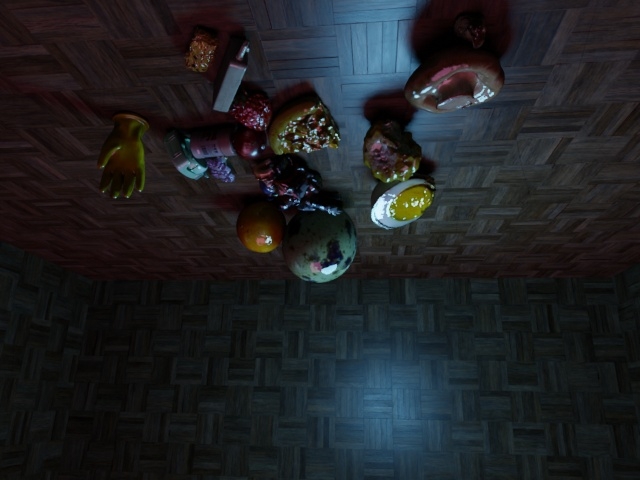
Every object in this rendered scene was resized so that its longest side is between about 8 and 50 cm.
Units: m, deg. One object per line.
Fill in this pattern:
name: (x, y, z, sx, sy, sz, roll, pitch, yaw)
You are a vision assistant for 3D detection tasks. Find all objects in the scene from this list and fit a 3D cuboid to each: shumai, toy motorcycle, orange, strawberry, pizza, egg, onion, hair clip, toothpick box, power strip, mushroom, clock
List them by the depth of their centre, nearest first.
shumai: (0.371, -0.506, 1.170, 0.082, 0.081, 0.083, -11, 158, 37)
mushroom: (0.366, -0.430, 1.287, 0.278, 0.146, 0.278, -6, 167, -1)
power strip: (-0.245, -0.465, 1.312, 0.053, 0.093, 0.288, 7, 160, -22)
strawberry: (-0.219, -0.402, 1.514, 0.140, 0.085, 0.192, 3, 163, -12)
pizza: (-0.089, -0.374, 1.599, 0.268, 0.087, 0.258, -4, 158, 23)
onion: (-0.241, -0.340, 1.631, 0.131, 0.131, 0.131, 1, 161, 0)
toothpick box: (-0.370, -0.342, 1.673, 0.148, 0.099, 0.098, -3, 161, 14)
clock: (-0.475, -0.301, 1.735, 0.066, 0.159, 0.211, -30, 161, 11)
hair clip: (-0.389, -0.294, 1.874, 0.106, 0.085, 0.292, 20, 165, -1)
toy motorcycle: (-0.066, -0.192, 1.938, 0.134, 0.207, 0.401, 14, 174, 40)
egg: (0.321, -0.200, 1.960, 0.264, 0.174, 0.286, 5, 139, -29)
egg: (0.000, 0.000, 2.209, 0.344, 0.428, 0.345, 8, 131, 9)
orange: (-0.281, -0.066, 2.259, 0.246, 0.246, 0.246, 1, 161, 0)

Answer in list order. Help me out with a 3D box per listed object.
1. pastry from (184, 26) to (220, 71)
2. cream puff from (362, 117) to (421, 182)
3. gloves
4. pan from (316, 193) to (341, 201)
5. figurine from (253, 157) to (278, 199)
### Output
pastry: (-0.316, -0.501, 1.268, 0.080, 0.056, 0.140, 19, 159, -15)
cream puff: (0.241, -0.302, 1.606, 0.194, 0.221, 0.195, -38, -179, 1)
gloves: (-0.653, -0.273, 1.591, 0.133, 0.295, 0.116, 3, 162, -3)
pan: (-0.018, -0.199, 2.177, 0.235, 0.028, 0.136, 1, 162, 11)
figurine: (-0.214, -0.255, 1.941, 0.102, 0.112, 0.195, -16, 153, 8)
